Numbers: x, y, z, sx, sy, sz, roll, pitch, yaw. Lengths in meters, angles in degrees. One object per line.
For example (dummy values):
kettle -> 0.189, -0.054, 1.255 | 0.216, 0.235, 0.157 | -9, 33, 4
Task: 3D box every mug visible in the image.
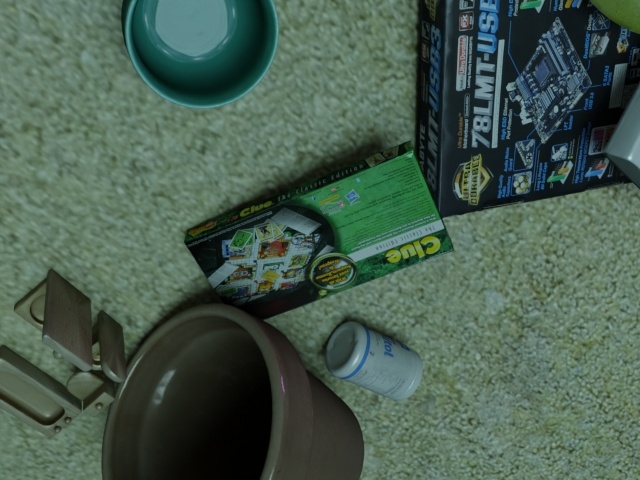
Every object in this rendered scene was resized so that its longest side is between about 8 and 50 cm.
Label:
mug -> -0.100, -0.202, 0.650 | 0.157, 0.097, 0.129 | -41, 121, 4

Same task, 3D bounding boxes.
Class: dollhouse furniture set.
dollhouse furniture set -> -0.280, 0.150, 0.759 | 0.151, 0.123, 0.144 | -40, 122, 5

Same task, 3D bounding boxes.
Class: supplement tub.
supplement tub -> 0.066, 0.149, 0.906 | 0.107, 0.071, 0.071 | 27, 106, -29

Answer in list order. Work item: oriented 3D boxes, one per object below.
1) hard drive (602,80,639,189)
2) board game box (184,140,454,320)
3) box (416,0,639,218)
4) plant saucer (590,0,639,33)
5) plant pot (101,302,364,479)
hard drive -> 0.431, -0.193, 0.800 | 0.203, 0.040, 0.308 | 24, 94, -44
board game box -> 0.000, 0.000, 0.792 | 0.259, 0.030, 0.136 | -21, 120, 10
box -> 0.249, -0.187, 0.790 | 0.293, 0.073, 0.296 | -11, 120, -12
plant saucer -> 0.341, -0.313, 0.683 | 0.241, 0.037, 0.241 | -1, 96, -9
plant pot -> -0.074, 0.224, 0.822 | 0.263, 0.263, 0.229 | -50, 139, 10
